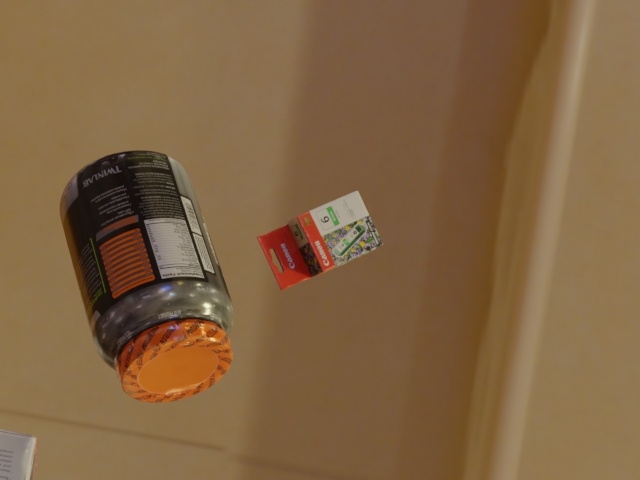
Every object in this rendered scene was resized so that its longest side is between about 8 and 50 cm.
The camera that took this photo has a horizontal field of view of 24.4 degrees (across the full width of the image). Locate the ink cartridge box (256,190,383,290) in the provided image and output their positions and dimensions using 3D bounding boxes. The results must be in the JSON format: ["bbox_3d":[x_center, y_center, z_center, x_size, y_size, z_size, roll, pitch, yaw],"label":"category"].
[{"bbox_3d":[0.000,0.000,1.481,0.063,0.115,0.029,65,-29,3],"label":"ink cartridge box"}]

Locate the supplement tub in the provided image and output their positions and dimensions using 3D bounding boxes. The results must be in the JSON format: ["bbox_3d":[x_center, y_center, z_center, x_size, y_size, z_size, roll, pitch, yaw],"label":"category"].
[{"bbox_3d":[-0.140,0.030,1.212,0.117,0.117,0.190,90,-17,-55],"label":"supplement tub"}]

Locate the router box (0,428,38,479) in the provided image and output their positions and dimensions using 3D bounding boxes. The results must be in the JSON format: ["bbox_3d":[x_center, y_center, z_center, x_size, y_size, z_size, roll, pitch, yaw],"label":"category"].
[{"bbox_3d":[-0.387,0.194,1.043,0.301,0.335,0.082,123,-24,-58],"label":"router box"}]
